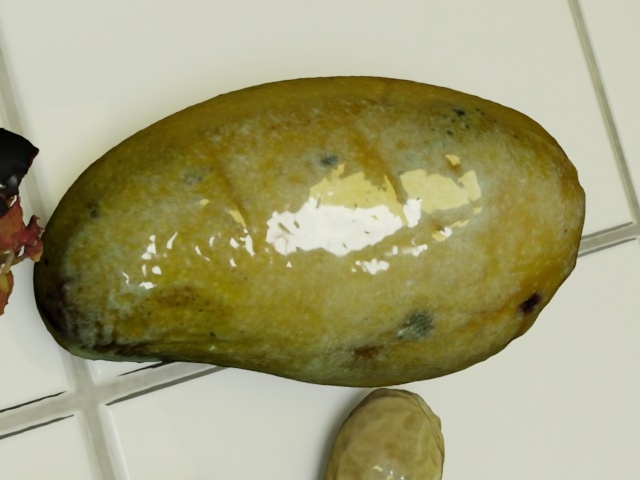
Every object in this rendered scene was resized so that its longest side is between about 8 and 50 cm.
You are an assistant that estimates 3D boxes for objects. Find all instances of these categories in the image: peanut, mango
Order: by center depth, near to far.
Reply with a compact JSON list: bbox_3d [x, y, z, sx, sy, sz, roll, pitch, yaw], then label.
[{"bbox_3d":[0.001,-0.007,0.555,0.330,0.175,0.176,3,55,-10],"label":"mango"},{"bbox_3d":[0.033,0.175,0.572,0.080,0.080,0.174,27,66,-21],"label":"peanut"}]

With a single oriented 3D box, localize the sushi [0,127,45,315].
[{"bbox_3d":[-0.217,-0.011,0.433,0.153,0.150,0.172,50,62,-11],"label":"sushi"}]
